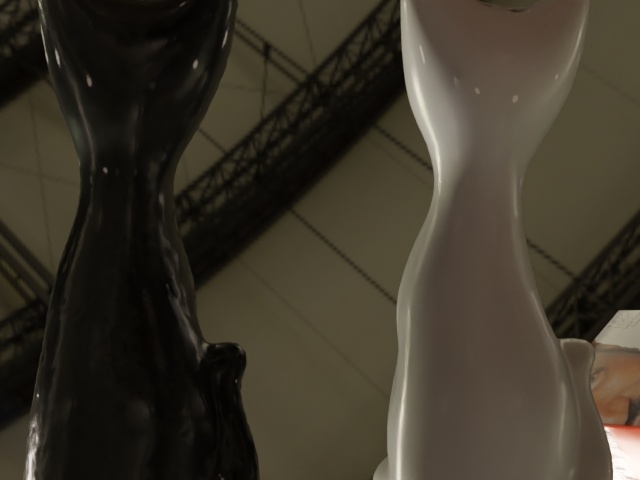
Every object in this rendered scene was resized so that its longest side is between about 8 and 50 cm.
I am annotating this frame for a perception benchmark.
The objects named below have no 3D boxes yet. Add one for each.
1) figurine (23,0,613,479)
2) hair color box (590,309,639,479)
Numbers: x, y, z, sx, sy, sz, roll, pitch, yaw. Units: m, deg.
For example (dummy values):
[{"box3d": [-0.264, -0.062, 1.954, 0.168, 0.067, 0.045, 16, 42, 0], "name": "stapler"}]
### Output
[{"box3d": [0.000, 0.000, 0.452, 0.215, 0.092, 0.209, 0, -84, -7], "name": "figurine"}, {"box3d": [0.193, 0.077, 0.582, 0.093, 0.053, 0.167, -43, -161, -30], "name": "hair color box"}]
